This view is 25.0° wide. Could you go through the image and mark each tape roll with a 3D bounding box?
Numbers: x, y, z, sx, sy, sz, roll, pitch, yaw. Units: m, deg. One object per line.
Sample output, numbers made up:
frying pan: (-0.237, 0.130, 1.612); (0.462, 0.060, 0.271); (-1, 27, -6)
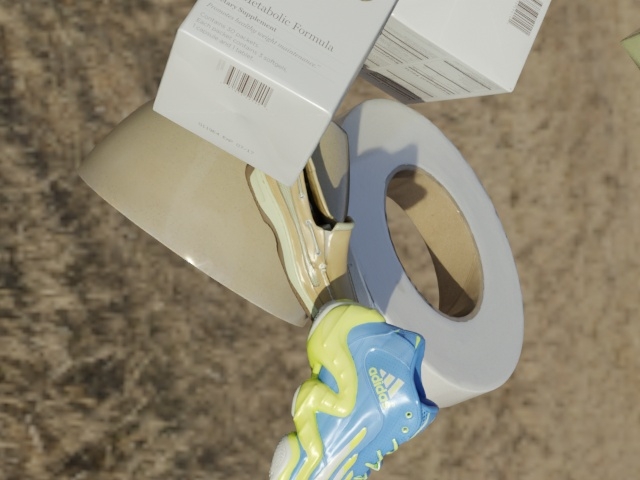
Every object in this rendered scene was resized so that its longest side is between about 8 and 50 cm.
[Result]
tape roll: (0.115, 0.014, 1.769); (0.392, 0.072, 0.392); (33, 44, -40)

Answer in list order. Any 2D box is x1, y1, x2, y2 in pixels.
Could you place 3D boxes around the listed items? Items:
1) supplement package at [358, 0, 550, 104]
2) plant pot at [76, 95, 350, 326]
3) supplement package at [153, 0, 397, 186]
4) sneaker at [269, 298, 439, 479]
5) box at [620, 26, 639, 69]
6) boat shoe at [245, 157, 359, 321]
supplement package: (0.137, -0.311, 1.848); (0.198, 0.262, 0.199); (29, 78, -24)
plant pot: (-0.079, -0.069, 1.483); (0.191, 0.284, 0.284); (-55, 151, 1)
supplement package: (-0.015, -0.195, 1.193); (0.244, 0.139, 0.134); (-62, -177, -28)
sneaker: (0.032, 0.177, 1.273); (0.091, 0.126, 0.240); (6, 96, -74)
box: (0.390, -0.127, 1.206); (0.214, 0.117, 0.243); (54, -3, -4)
boat shoe: (0.000, 0.000, 1.336); (0.190, 0.072, 0.068); (63, 24, -12)
